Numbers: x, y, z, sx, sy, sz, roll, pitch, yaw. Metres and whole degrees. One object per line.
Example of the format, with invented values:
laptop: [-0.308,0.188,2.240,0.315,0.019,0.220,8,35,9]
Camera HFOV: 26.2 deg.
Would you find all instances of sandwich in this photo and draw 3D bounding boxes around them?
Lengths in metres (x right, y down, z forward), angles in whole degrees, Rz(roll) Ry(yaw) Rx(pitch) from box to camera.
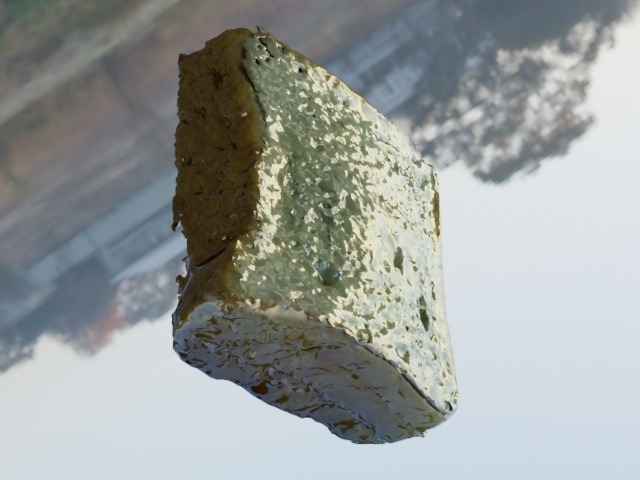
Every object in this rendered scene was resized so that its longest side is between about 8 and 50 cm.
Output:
sandwich: [0.001,0.000,0.914,0.087,0.226,0.251,-29,-138,29]
